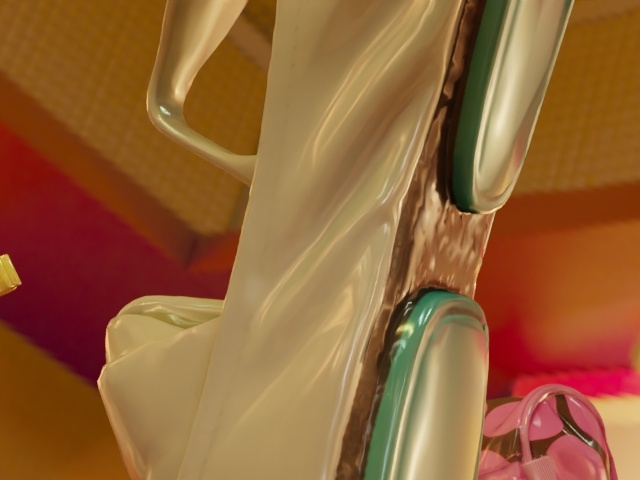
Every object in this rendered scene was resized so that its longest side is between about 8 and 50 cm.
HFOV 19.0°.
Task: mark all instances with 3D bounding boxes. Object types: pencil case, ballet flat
[{"bbox_3d":[0.030,0.122,0.900,0.209,0.095,0.098,-13,-16,26],"label":"pencil case"},{"bbox_3d":[0.000,0.000,0.613,0.139,0.400,0.139,12,-3,1],"label":"ballet flat"}]

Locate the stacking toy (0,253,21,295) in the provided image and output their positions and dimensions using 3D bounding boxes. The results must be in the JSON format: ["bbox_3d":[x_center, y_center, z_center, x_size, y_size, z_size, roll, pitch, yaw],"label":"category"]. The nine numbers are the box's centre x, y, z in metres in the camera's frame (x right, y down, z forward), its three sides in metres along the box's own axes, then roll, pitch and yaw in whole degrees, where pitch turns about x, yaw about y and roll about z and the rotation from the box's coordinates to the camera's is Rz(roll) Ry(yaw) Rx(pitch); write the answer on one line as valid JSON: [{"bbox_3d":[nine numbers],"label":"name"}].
[{"bbox_3d":[-0.277,-0.003,0.954,0.221,0.167,0.052,-27,0,14],"label":"stacking toy"}]
